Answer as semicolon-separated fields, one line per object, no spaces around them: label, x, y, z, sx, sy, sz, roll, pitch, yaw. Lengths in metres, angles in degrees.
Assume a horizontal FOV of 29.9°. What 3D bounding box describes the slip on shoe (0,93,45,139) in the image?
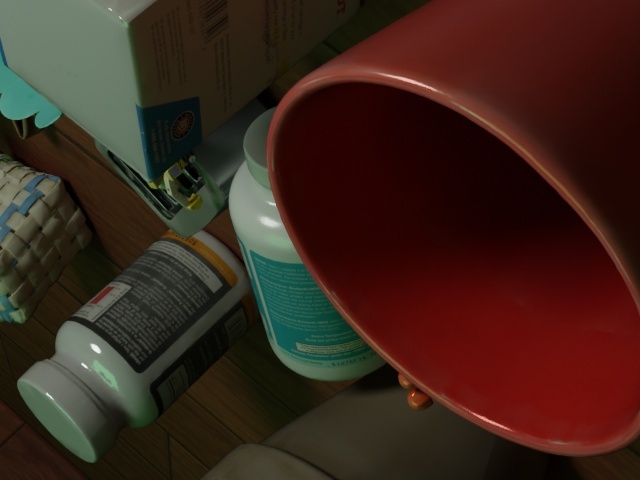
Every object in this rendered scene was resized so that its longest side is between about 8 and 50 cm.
slip on shoe;-0.387;-0.188;1.514;0.051;0.041;0.135;26;148;34

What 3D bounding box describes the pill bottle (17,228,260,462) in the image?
pill bottle;-0.214;0.122;1.433;0.162;0.278;0.162;34;151;23

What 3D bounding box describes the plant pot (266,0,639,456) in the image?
plant pot;0.146;-0.053;0.706;0.275;0.243;0.275;35;152;22

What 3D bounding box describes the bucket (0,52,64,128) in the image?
bucket;-0.258;-0.260;1.069;0.281;0.183;0.281;34;151;22

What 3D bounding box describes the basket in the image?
basket;-0.495;-0.003;1.695;0.288;0.255;0.201;16;145;27

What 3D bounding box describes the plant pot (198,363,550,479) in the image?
plant pot;0.079;0.265;1.207;0.323;0.280;0.323;35;152;22

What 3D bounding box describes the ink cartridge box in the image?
ink cartridge box;-0.102;-0.202;0.867;0.168;0.232;0.171;37;153;21

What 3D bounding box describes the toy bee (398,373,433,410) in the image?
toy bee;0.152;0.092;0.996;0.195;0.162;0.298;53;153;-17

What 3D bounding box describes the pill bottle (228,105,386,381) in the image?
pill bottle;0.000;0.000;1.100;0.146;0.146;0.264;28;149;32

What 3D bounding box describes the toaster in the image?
toaster;-0.125;-0.102;1.179;0.186;0.110;0.168;48;154;-5

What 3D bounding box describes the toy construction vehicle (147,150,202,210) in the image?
toy construction vehicle;-0.152;-0.075;1.092;0.086;0.035;0.098;18;142;42
